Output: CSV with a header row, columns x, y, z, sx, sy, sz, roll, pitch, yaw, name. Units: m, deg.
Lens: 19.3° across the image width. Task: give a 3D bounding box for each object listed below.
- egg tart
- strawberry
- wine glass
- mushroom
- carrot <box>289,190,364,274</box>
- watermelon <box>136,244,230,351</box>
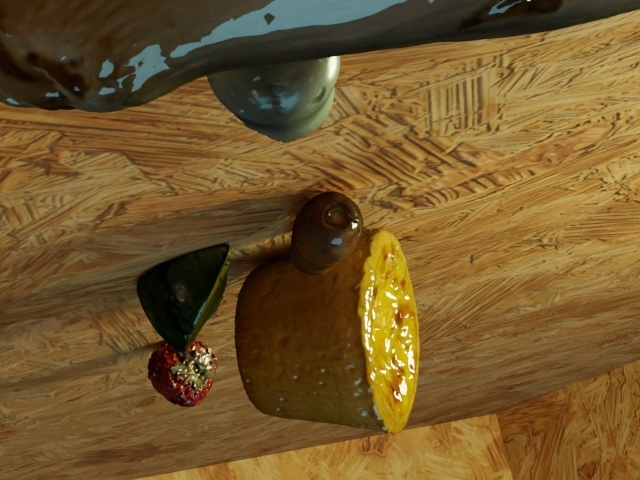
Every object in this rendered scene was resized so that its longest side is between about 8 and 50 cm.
x,y,z,sx,sy,sz,roll,pitch,yaw,name
0.008,0.093,1.839,0.147,0.203,0.202,-5,172,19,egg tart
-0.161,0.150,2.169,0.083,0.083,0.096,-10,175,-18,strawberry
-0.029,-0.112,1.042,0.079,0.079,0.195,-14,167,-1,wine glass
0.032,-0.143,0.862,0.397,0.126,0.177,-13,178,-21,mushroom
0.000,0.000,1.666,0.060,0.060,0.186,-12,170,-10,carrot
-0.123,0.066,1.794,0.092,0.075,0.181,-16,168,-12,watermelon
